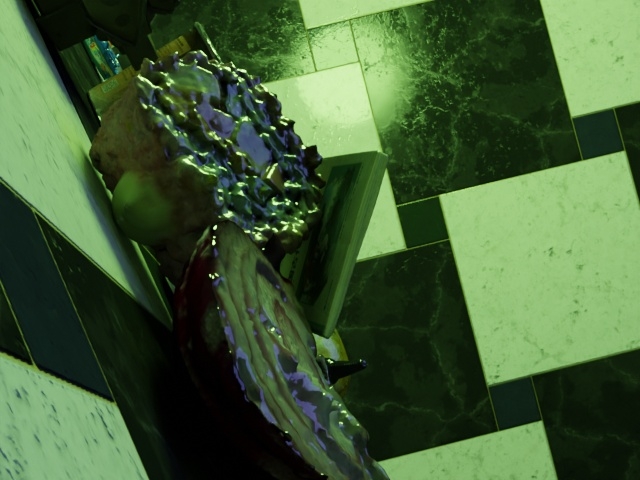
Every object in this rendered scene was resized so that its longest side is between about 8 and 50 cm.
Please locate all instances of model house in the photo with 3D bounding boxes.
[{"bbox_3d":[-0.280,-0.327,1.339,0.243,0.211,0.204,67,-4,-45],"label":"model house"}]

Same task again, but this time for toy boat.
[{"bbox_3d":[-0.427,-0.418,1.975,0.175,0.110,0.091,63,-4,-14],"label":"toy boat"}]

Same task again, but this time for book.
[{"bbox_3d":[0.000,0.000,1.166,0.282,0.025,0.215,-179,-73,-74],"label":"book"}]

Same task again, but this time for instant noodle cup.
[{"bbox_3d":[-0.234,-0.201,1.548,0.217,0.207,0.217,63,-5,10],"label":"instant noodle cup"}]

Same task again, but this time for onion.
[{"bbox_3d":[-0.071,0.125,0.902,0.280,0.146,0.314,45,21,-56],"label":"onion"}]

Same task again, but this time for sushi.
[{"bbox_3d":[-0.141,-0.072,1.119,0.270,0.170,0.236,54,40,-6],"label":"sushi"}]

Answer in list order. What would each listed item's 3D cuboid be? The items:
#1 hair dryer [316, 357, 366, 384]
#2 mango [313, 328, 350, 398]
[{"bbox_3d":[-0.049,0.133,1.068,0.173,0.194,0.050,62,25,4],"label":"hair dryer"},{"bbox_3d":[-0.083,0.155,1.678,0.330,0.175,0.176,55,27,12],"label":"mango"}]
